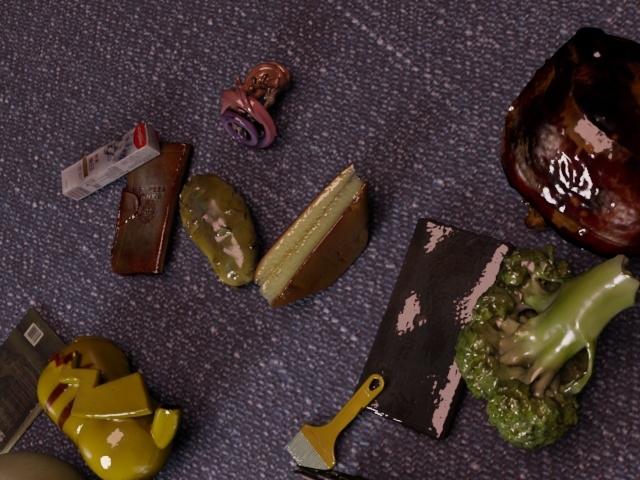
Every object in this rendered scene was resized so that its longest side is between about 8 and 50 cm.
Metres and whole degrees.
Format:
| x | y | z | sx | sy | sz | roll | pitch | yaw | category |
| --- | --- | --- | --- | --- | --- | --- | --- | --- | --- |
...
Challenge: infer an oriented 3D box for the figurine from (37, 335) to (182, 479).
| x | y | z | sx | sy | sz | roll | pitch | yaw | category |
| --- | --- | --- | --- | --- | --- | --- | --- | --- | --- |
| -0.342 | 0.287 | 1.750 | 0.327 | 0.169 | 0.218 | 41 | 98 | 30 | figurine |

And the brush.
| x | y | z | sx | sy | sz | roll | pitch | yaw | category |
| --- | --- | --- | --- | --- | --- | --- | --- | --- | --- |
| 0.031 | 0.283 | 1.646 | 0.205 | 0.011 | 0.083 | -49 | 61 | 16 | brush |

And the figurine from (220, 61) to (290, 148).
| x | y | z | sx | sy | sz | roll | pitch | yaw | category |
| --- | --- | --- | --- | --- | --- | --- | --- | --- | --- |
| -0.116 | -0.247 | 1.847 | 0.114 | 0.126 | 0.157 | 17 | 80 | -15 | figurine |

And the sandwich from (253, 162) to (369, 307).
| x | y | z | sx | sy | sz | roll | pitch | yaw | category |
| --- | --- | --- | --- | --- | --- | --- | --- | --- | --- |
| 0.000 | 0.000 | 1.725 | 0.258 | 0.096 | 0.094 | -48 | 54 | 6 | sandwich |

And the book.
| x | y | z | sx | sy | sz | roll | pitch | yaw | category |
| --- | --- | --- | --- | --- | --- | --- | --- | --- | --- |
| -0.557 | 0.258 | 1.943 | 0.160 | 0.024 | 0.228 | 40 | 93 | 30 | book |

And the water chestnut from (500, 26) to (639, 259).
| x | y | z | sx | sy | sz | roll | pitch | yaw | category |
| --- | --- | --- | --- | --- | --- | --- | --- | --- | --- |
| 0.398 | -0.108 | 1.475 | 0.335 | 0.335 | 0.347 | 57 | 140 | 27 | water chestnut |

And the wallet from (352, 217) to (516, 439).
| x | y | z | sx | sy | sz | roll | pitch | yaw | category |
| --- | --- | --- | --- | --- | --- | --- | --- | --- | --- |
| 0.174 | 0.133 | 1.631 | 0.170 | 0.044 | 0.321 | 18 | 86 | 29 | wallet |

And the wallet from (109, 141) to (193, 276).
| x | y | z | sx | sy | sz | roll | pitch | yaw | category |
| --- | --- | --- | --- | --- | --- | --- | --- | --- | --- |
| -0.314 | -0.058 | 1.923 | 0.137 | 0.031 | 0.255 | 0 | 71 | 30 | wallet |

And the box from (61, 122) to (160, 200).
| x | y | z | sx | sy | sz | roll | pitch | yaw | category |
| --- | --- | --- | --- | --- | --- | --- | --- | --- | --- |
| -0.391 | -0.144 | 1.963 | 0.218 | 0.039 | 0.055 | -26 | 58 | 25 | box |

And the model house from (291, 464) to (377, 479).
| x | y | z | sx | sy | sz | roll | pitch | yaw | category |
| --- | --- | --- | --- | --- | --- | --- | --- | --- | --- |
| 0.096 | 0.428 | 1.482 | 0.294 | 0.207 | 0.154 | 13 | 83 | 28 | model house |

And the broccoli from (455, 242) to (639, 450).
| x | y | z | sx | sy | sz | roll | pitch | yaw | category |
| --- | --- | --- | --- | --- | --- | --- | --- | --- | --- |
| 0.328 | 0.125 | 1.483 | 0.302 | 0.186 | 0.254 | -50 | 29 | 14 | broccoli |

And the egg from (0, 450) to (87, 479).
| x | y | z | sx | sy | sz | roll | pitch | yaw | category |
| --- | --- | --- | --- | --- | --- | --- | --- | --- | --- |
| -0.492 | 0.455 | 1.744 | 0.295 | 0.218 | 0.218 | 12 | 79 | 42 | egg |

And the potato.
| x | y | z | sx | sy | sz | roll | pitch | yaw | category |
| --- | --- | --- | --- | --- | --- | --- | --- | --- | --- |
| -0.169 | -0.020 | 1.811 | 0.117 | 0.090 | 0.225 | -42 | 63 | 24 | potato |
